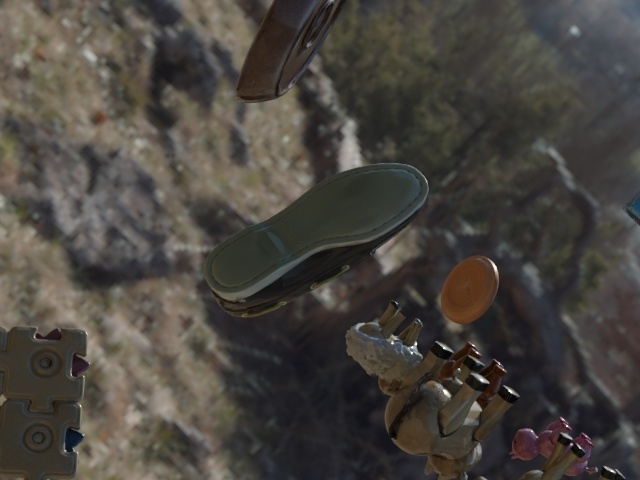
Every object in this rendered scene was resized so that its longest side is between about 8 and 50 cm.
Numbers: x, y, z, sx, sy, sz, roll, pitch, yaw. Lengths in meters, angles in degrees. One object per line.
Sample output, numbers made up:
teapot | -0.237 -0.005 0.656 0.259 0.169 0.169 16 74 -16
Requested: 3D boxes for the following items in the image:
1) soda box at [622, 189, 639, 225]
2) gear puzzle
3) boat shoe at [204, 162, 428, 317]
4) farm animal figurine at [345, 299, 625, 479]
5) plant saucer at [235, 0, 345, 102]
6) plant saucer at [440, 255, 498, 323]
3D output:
soda box | 0.430 -0.086 1.650 0.071 0.210 0.067 45 2 2
gear puzzle | -0.400 0.164 1.489 0.339 0.044 0.175 3 62 -6
boat shoe | 0.000 0.000 1.448 0.081 0.228 0.068 61 -6 33
farm animal figurine | 0.196 0.260 1.974 0.327 0.172 0.330 31 8 -39
plant saucer | -0.012 -0.175 1.188 0.029 0.168 0.168 31 20 4
plant saucer | 0.170 0.056 1.753 0.013 0.083 0.083 28 26 -36
